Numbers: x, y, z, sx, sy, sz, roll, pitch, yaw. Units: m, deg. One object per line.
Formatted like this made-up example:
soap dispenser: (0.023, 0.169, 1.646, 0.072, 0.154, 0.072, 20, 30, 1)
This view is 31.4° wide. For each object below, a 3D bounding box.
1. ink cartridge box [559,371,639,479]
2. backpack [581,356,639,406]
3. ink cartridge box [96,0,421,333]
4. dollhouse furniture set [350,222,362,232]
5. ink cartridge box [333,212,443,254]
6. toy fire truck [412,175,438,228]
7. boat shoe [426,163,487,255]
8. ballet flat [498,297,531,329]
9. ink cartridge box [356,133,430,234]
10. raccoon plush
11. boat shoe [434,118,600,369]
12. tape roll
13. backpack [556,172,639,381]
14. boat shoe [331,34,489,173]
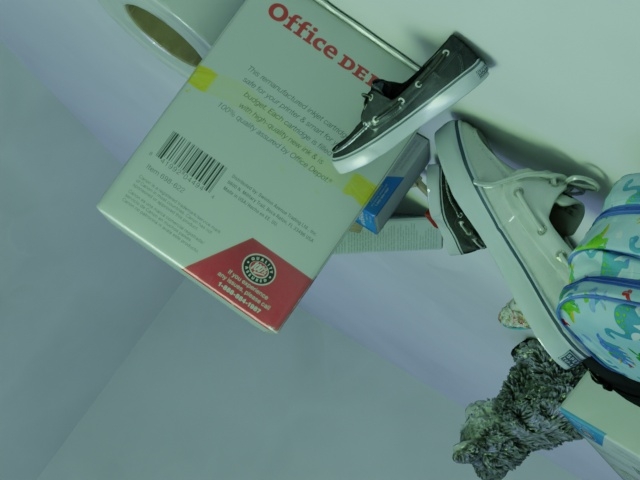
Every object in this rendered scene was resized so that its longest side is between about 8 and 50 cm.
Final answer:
ink cartridge box: (0.556, 0.297, 1.792, 0.270, 0.197, 0.198, 46, 170, -36)
backpack: (0.449, 0.133, 1.469, 0.225, 0.191, 0.253, 42, 161, -18)
ink cartridge box: (-0.064, -0.110, 1.499, 0.279, 0.384, 0.160, 36, 173, 0)
dollhouse furniture set: (0.000, 0.000, 1.828, 0.161, 0.181, 0.101, 12, -149, -14)
ink cartridge box: (0.005, -0.015, 2.077, 0.330, 0.071, 0.324, -3, -175, -21)
toy fire truck: (0.131, -0.100, 1.845, 0.135, 0.047, 0.192, 25, 165, 43)
boat shoe: (0.214, -0.051, 1.767, 0.070, 0.077, 0.219, -6, 149, 18)
ballet flat: (0.387, 0.117, 1.971, 0.241, 0.091, 0.077, 6, 119, 62)
ink cartridge box: (0.041, -0.129, 1.721, 0.203, 0.148, 0.086, 32, 168, 15)
raccoon plush: (0.450, 0.378, 2.269, 0.216, 0.299, 0.446, 40, 169, -20)
boat shoe: (0.279, -0.032, 1.424, 0.136, 0.156, 0.367, 28, -148, -54)
tape roll: (-0.204, -0.338, 1.703, 0.286, 0.100, 0.286, 34, 169, 7)
backpack: (0.418, 0.054, 1.165, 0.290, 0.273, 0.355, 35, -176, -38)
boat shoe: (0.090, -0.163, 1.349, 0.228, 0.080, 0.076, -32, 103, 34)
